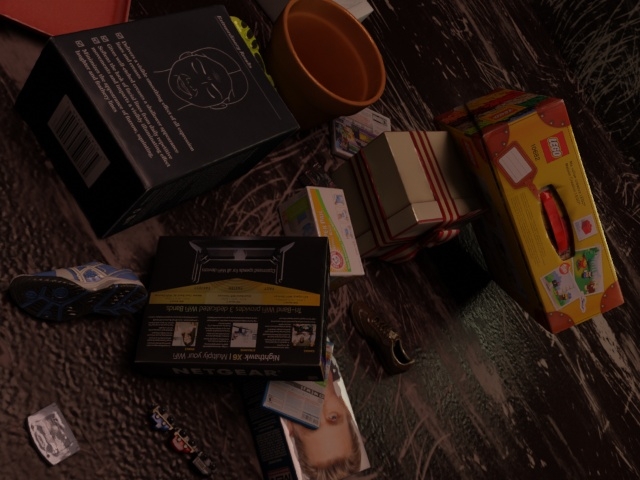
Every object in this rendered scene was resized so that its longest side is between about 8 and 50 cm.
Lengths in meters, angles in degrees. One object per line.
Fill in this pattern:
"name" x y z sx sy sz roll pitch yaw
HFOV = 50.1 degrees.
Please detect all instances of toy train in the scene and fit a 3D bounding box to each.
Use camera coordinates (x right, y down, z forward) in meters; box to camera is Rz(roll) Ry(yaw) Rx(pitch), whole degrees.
"toy train" -0.233 0.335 1.142 0.158 0.027 0.036 50 56 -8

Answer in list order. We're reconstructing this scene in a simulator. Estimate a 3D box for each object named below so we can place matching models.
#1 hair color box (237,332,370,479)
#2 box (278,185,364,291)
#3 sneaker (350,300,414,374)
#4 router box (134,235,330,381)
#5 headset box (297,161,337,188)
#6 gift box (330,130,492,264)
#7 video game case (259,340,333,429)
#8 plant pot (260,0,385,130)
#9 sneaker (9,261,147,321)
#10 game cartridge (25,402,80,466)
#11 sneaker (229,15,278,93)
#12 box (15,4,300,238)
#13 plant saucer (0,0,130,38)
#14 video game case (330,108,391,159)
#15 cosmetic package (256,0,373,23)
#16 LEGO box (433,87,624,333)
"hair color box" -0.048 0.281 1.274 0.174 0.105 0.347 -6 72 -42
"box" 0.000 0.000 1.463 0.103 0.114 0.203 2 68 -40
"sneaker" 0.141 0.205 1.501 0.066 0.071 0.188 -36 93 -45
"router box" -0.140 0.113 1.178 0.309 0.081 0.242 1 59 6
"headset box" -0.005 -0.133 1.590 0.083 0.032 0.062 51 45 -5
"gift box" 0.221 -0.098 1.600 0.276 0.255 0.258 -8 74 -33
"video game case" -0.039 0.238 1.219 0.119 0.015 0.166 29 53 -23
"plant pot" -0.022 -0.392 1.596 0.291 0.203 0.290 19 57 -32
"sneaker" -0.396 0.079 1.121 0.211 0.080 0.081 6 29 -31
"game cartridge" -0.404 0.292 1.027 0.056 0.017 0.083 -26 85 -49
"sneaker" -0.174 -0.336 1.505 0.109 0.124 0.295 -27 104 -46
"box" -0.290 -0.232 1.273 0.395 0.212 0.293 -31 89 -45
"plant saucer" -0.507 -0.482 1.341 0.258 0.048 0.259 19 57 -33
"video game case" 0.108 -0.272 1.770 0.201 0.023 0.183 18 56 -34
"cosmetic package" -0.020 -0.620 1.772 0.224 0.138 0.224 51 45 -5
"LEGO box" 0.485 -0.088 1.645 0.372 0.193 0.500 -114 180 -72
